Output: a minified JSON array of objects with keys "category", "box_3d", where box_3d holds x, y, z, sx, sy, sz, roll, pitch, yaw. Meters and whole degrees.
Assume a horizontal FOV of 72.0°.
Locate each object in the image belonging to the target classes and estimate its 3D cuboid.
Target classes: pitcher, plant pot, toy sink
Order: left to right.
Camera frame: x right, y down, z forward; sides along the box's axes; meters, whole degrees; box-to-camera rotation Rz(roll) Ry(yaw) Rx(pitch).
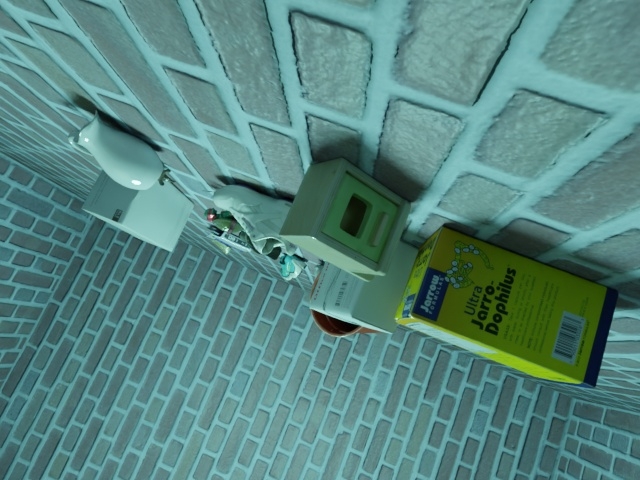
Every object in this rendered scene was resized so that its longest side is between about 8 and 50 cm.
[{"category":"pitcher","box_3d":[-0.526,-0.219,1.126,0.178,0.125,0.207,-3,147,43]},{"category":"toy sink","box_3d":[0.071,-0.026,0.826,0.234,0.152,0.131,30,166,-29]},{"category":"plant pot","box_3d":[0.148,0.225,1.611,0.273,0.272,0.265,13,173,39]}]

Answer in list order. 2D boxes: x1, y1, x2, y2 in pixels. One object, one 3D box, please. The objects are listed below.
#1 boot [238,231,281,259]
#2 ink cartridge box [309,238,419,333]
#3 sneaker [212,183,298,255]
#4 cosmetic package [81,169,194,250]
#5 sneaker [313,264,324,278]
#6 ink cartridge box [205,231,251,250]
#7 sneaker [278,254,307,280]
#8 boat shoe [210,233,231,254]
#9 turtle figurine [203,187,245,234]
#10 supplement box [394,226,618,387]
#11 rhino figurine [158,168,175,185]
[{"category":"boot","box_3d":[-0.276,0.001,1.785,0.161,0.083,0.246,23,168,29]},{"category":"ink cartridge box","box_3d":[0.109,0.109,1.183,0.129,0.223,0.307,25,168,-17]},{"category":"sneaker","box_3d":[-0.173,-0.055,1.151,0.305,0.152,0.114,19,170,25]},{"category":"cosmetic package","box_3d":[-0.606,-0.118,1.523,0.156,0.217,0.385,20,167,11]},{"category":"sneaker","box_3d":[0.033,0.150,1.905,0.115,0.105,0.281,55,178,12]},{"category":"ink cartridge box","box_3d":[-0.448,-0.002,2.156,0.208,0.045,0.206,24,169,-18]},{"category":"sneaker","box_3d":[-0.140,0.110,2.033,0.110,0.107,0.275,43,161,-5]},{"category":"boat shoe","box_3d":[-0.528,0.016,2.302,0.153,0.048,0.056,32,-164,23]},{"category":"turtle figurine","box_3d":[-0.265,-0.074,1.349,0.234,0.118,0.175,20,170,-19]},{"category":"supplement box","box_3d":[0.364,0.139,0.914,0.357,0.195,0.194,21,168,4]},{"category":"rhino figurine","box_3d":[-0.525,-0.219,1.261,0.243,0.073,0.106,30,169,-37]}]
